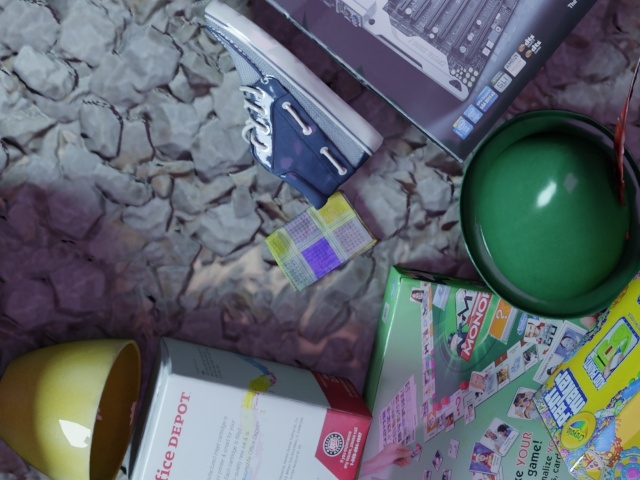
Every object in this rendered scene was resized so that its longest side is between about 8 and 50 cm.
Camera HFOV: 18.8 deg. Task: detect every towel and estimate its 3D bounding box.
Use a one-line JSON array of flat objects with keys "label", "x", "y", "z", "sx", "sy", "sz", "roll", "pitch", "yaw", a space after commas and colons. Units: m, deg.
[{"label": "towel", "x": 0.000, "y": 0.000, "z": 1.659, "sx": 0.083, "sy": 0.009, "sz": 0.060, "roll": -31, "pitch": 105, "yaw": -1}]

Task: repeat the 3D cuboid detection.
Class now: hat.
[{"label": "hat", "x": 0.216, "y": -0.041, "z": 1.578, "sx": 0.173, "sy": 0.183, "sz": 0.208, "roll": -20, "pitch": 90, "yaw": -12}]

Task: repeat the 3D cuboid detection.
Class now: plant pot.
[{"label": "plant pot", "x": -0.214, "y": 0.138, "z": 1.605, "sx": 0.095, "sy": 0.134, "sz": 0.134, "roll": 12, "pitch": 100, "yaw": 9}]

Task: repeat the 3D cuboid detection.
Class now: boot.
[{"label": "boot", "x": -0.041, "y": -0.111, "z": 1.598, "sx": 0.190, "sy": 0.069, "sz": 0.086, "roll": 41, "pitch": 90, "yaw": -16}]

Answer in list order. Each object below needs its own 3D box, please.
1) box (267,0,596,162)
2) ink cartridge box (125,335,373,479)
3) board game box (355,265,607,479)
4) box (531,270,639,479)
[{"label": "box", "x": 0.118, "y": -0.259, "z": 1.588, "sx": 0.242, "sy": 0.076, "sz": 0.307, "roll": 40, "pitch": 94, "yaw": -14}, {"label": "ink cartridge box", "x": -0.065, "y": 0.171, "z": 1.624, "sx": 0.176, "sy": 0.127, "sz": 0.128, "roll": 14, "pitch": 100, "yaw": -12}, {"label": "board game box", "x": 0.133, "y": 0.195, "z": 1.702, "sx": 0.213, "sy": 0.046, "sz": 0.317, "roll": 11, "pitch": 100, "yaw": -10}, {"label": "box", "x": 0.383, "y": 0.139, "z": 1.601, "sx": 0.290, "sy": 0.177, "sz": 0.279, "roll": 38, "pitch": 99, "yaw": -13}]
